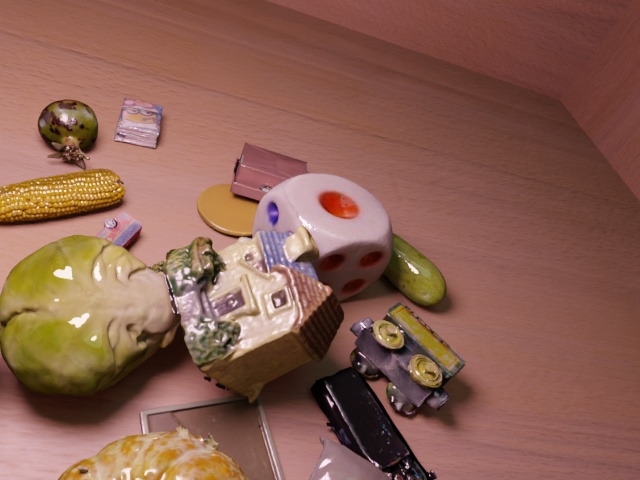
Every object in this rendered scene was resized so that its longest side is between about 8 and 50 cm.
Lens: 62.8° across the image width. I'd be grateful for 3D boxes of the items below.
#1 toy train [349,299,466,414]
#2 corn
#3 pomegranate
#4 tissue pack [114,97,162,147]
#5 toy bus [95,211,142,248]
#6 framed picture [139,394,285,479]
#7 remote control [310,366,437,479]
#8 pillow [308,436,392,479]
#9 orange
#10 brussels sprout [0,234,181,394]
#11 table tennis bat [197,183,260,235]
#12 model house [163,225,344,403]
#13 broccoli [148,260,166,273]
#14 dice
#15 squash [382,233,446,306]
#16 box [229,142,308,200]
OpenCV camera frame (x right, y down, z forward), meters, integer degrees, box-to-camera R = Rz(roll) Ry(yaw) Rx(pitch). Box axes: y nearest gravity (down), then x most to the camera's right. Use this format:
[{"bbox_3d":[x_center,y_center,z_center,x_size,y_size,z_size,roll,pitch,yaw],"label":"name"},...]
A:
[{"bbox_3d":[0.191,0.269,1.199,0.261,0.134,0.177,44,34,18],"label":"toy train"},{"bbox_3d":[-0.588,-0.106,1.202,0.310,0.101,0.101,-18,57,-42],"label":"corn"},{"bbox_3d":[-0.644,-0.274,1.339,0.149,0.148,0.169,10,68,-19],"label":"pomegranate"},{"bbox_3d":[-0.523,-0.342,1.516,0.116,0.065,0.155,10,43,-20],"label":"tissue pack"},{"bbox_3d":[-0.475,0.014,1.164,0.077,0.065,0.192,31,40,-6],"label":"toy bus"},{"bbox_3d":[-0.175,0.427,0.915,0.241,0.020,0.324,-1,47,-29],"label":"framed picture"},{"bbox_3d":[0.126,0.427,1.043,0.145,0.062,0.398,-13,54,-37],"label":"remote control"},{"bbox_3d":[0.018,0.469,0.891,0.169,0.059,0.255,30,49,7],"label":"pillow"},{"bbox_3d":[-0.233,0.418,0.698,0.330,0.249,0.329,-1,42,1],"label":"orange"},{"bbox_3d":[-0.414,0.121,0.941,0.274,0.242,0.317,41,44,13],"label":"brussels sprout"},{"bbox_3d":[-0.175,-0.075,1.431,0.321,0.050,0.198,11,40,-13],"label":"table tennis bat"},{"bbox_3d":[-0.116,0.101,1.018,0.266,0.261,0.321,-24,57,2],"label":"model house"},{"bbox_3d":[-0.315,0.088,1.125,0.130,0.120,0.131,-2,44,-38],"label":"broccoli"},{"bbox_3d":[0.000,0.000,1.290,0.259,0.251,0.243,-6,52,-33],"label":"dice"},{"bbox_3d":[0.198,0.039,1.458,0.118,0.118,0.370,-24,59,-43],"label":"squash"},{"bbox_3d":[-0.141,-0.185,1.498,0.215,0.086,0.215,16,25,-12],"label":"box"}]
